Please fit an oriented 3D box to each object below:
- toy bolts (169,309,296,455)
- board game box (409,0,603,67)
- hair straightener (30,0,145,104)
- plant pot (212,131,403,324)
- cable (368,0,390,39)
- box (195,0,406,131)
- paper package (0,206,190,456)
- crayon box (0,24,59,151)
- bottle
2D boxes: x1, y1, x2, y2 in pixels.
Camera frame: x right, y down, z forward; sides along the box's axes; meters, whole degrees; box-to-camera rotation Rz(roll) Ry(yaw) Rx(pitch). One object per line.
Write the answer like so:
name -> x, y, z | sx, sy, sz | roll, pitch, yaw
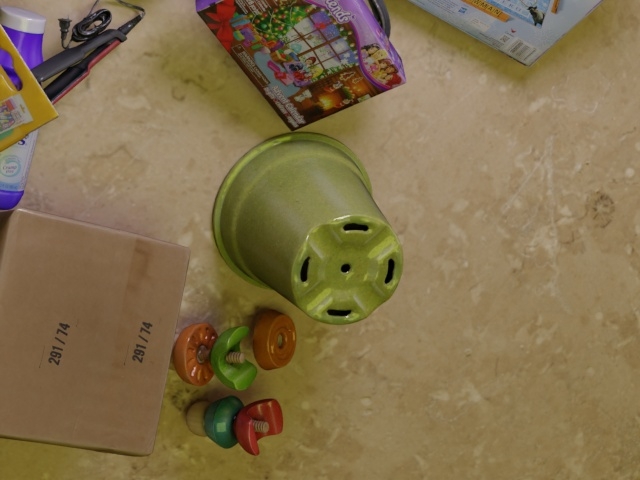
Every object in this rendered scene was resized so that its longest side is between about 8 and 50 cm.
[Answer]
toy bolts -> -0.153, 0.226, 2.162 | 0.218, 0.159, 0.228 | -31, 118, -55
board game box -> 0.304, -0.441, 1.977 | 0.319, 0.066, 0.318 | 23, 134, -29
hair straightener -> -0.332, -0.281, 1.842 | 0.230, 0.047, 0.089 | -43, 135, -33
plant pot -> 0.000, 0.000, 2.025 | 0.276, 0.254, 0.276 | -9, 115, -19
cable -> 0.052, -0.424, 1.939 | 0.072, 0.139, 0.287 | -38, 140, -58
box -> -0.024, -0.297, 1.911 | 0.201, 0.057, 0.293 | -22, 140, 17
paper package -> -0.374, 0.139, 1.902 | 0.310, 0.168, 0.324 | 15, 78, -34
crayon box -> -0.531, -0.180, 1.763 | 0.323, 0.083, 0.203 | -28, 104, 10
bottle -> -0.453, -0.188, 1.855 | 0.118, 0.092, 0.282 | 12, 107, -20
